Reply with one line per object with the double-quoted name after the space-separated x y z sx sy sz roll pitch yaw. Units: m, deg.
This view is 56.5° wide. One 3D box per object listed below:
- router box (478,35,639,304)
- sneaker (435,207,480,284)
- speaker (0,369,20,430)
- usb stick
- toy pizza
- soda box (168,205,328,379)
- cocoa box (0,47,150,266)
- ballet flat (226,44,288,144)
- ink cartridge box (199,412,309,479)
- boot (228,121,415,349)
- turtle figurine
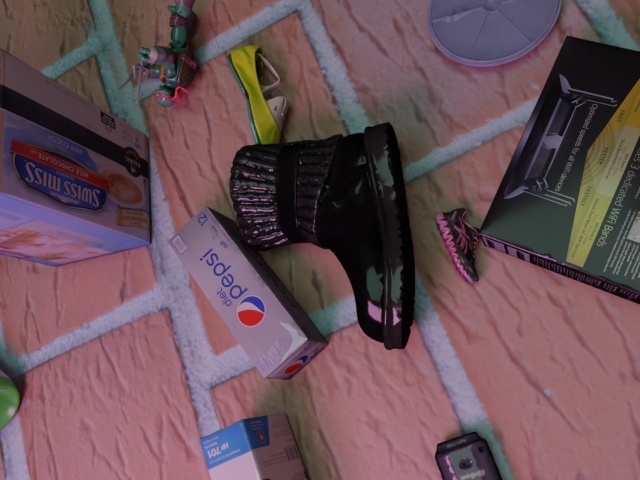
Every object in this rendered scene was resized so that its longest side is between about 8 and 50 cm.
0.388 -0.095 0.794 0.243 0.081 0.308 24 87 25 "router box"
0.211 0.004 0.864 0.057 0.047 0.119 -20 72 4 "sneaker"
-0.703 0.253 1.113 0.297 0.131 0.131 22 86 24 "speaker"
0.226 0.391 0.762 0.077 0.045 0.277 -24 70 15 "usb stick"
0.269 -0.361 0.931 0.202 0.032 0.201 -5 77 21 "toy pizza"
-0.116 0.081 0.939 0.091 0.098 0.286 -43 67 6 "soda box"
-0.479 -0.108 0.988 0.232 0.347 0.227 -12 74 18 "cocoa box"
-0.099 -0.246 1.027 0.077 0.077 0.230 -20 69 2 "ballet flat"
-0.077 0.351 0.837 0.082 0.140 0.190 -27 69 15 "ink cartridge box"
0.001 0.000 0.893 0.260 0.131 0.347 -9 71 16 "boot"
-0.286 -0.335 1.099 0.175 0.118 0.234 -4 70 63 "turtle figurine"
